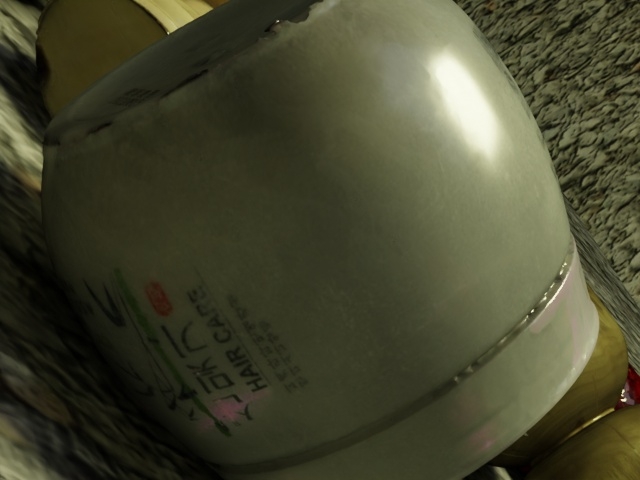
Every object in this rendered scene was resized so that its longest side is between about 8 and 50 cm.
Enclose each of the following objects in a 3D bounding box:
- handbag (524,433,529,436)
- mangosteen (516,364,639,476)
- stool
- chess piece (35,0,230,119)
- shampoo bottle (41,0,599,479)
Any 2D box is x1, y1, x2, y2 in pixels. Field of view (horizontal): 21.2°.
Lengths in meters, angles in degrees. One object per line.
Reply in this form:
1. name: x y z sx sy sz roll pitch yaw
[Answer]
1. handbag: 0.068 0.091 1.293 0.182 0.117 0.270 40 7 17
2. mangosteen: 0.240 0.170 1.640 0.146 0.156 0.181 31 8 -10
3. stool: 0.194 0.137 1.466 0.264 0.179 0.179 56 13 15
4. chess piece: -0.077 -0.140 1.246 0.139 0.124 0.307 28 25 12
5. shampoo bottle: 0.000 0.000 0.950 0.266 0.273 0.273 60 11 -14
